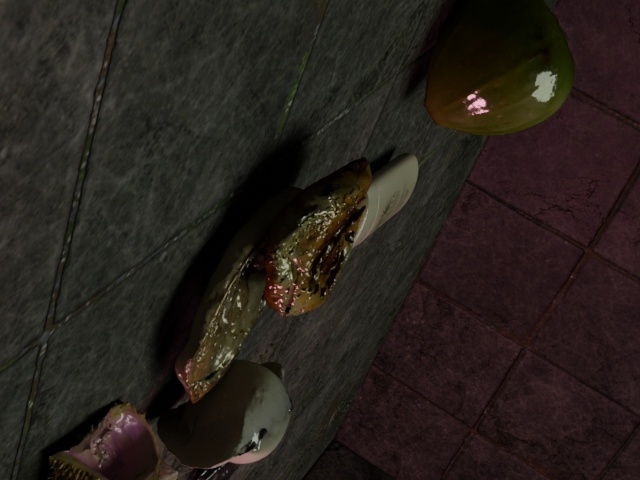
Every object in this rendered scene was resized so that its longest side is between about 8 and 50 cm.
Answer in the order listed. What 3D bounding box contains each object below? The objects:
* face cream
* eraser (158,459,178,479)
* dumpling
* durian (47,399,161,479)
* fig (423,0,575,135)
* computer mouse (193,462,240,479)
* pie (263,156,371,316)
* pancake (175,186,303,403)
[{"bbox_3d":[0.107,-0.077,2.180,0.348,0.081,0.173,-37,155,-61],"label":"face cream"},{"bbox_3d":[-0.379,0.534,1.769,0.343,0.078,0.144,-59,168,8],"label":"eraser"},{"bbox_3d":[-0.171,0.292,1.746,0.243,0.227,0.175,21,67,-69],"label":"dumpling"},{"bbox_3d":[-0.309,0.315,1.451,0.182,0.165,0.132,-144,-129,-74],"label":"durian"},{"bbox_3d":[0.347,-0.346,2.055,0.316,0.316,0.316,-54,167,-18],"label":"fig"},{"bbox_3d":[-0.243,0.521,2.339,0.172,0.057,0.099,-27,151,-46],"label":"computer mouse"},{"bbox_3d":[-0.001,-0.001,1.591,0.308,0.086,0.308,-58,166,-23],"label":"pie"},{"bbox_3d":[-0.126,0.080,1.639,0.386,0.082,0.387,-60,171,-17],"label":"pancake"}]
